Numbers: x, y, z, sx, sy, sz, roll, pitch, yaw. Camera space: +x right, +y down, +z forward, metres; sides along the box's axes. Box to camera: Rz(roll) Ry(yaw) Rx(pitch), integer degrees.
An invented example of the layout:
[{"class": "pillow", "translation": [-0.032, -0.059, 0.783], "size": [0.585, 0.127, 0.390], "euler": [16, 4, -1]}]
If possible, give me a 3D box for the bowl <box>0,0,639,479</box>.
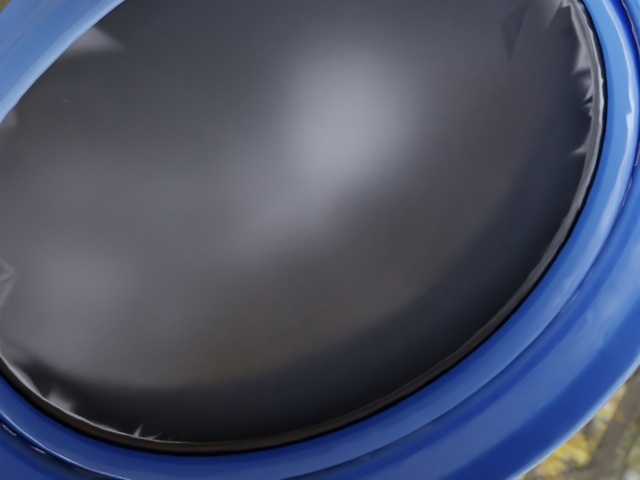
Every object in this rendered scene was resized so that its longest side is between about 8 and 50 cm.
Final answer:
[{"class": "bowl", "translation": [0.000, 0.000, 0.722], "size": [0.391, 0.391, 0.077], "euler": [14, -150, -34]}]
